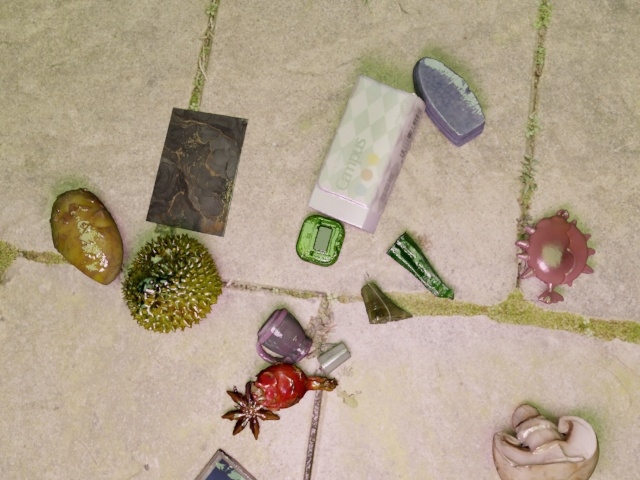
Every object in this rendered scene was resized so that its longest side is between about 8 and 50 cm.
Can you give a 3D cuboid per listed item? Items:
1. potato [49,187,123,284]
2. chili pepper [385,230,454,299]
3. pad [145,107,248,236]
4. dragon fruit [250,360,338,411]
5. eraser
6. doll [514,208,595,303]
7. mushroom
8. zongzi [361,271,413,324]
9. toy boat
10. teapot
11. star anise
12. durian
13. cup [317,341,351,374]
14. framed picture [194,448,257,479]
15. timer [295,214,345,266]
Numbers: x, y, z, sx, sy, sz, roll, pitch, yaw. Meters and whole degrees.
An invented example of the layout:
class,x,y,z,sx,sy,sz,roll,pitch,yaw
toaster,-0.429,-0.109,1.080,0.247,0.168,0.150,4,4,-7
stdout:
class,x,y,z,sx,sy,sz,roll,pitch,yaw
potato,-0.668,-0.009,1.434,0.176,0.141,0.298,-28,80,9
chili pepper,0.289,0.081,1.390,0.088,0.059,0.227,-45,83,-7
pad,-0.369,-0.210,1.507,0.247,0.007,0.368,11,83,6
dragon fruit,-0.066,0.388,1.337,0.246,0.125,0.125,0,116,-16
eraser,0.131,-0.238,1.407,0.213,0.082,0.397,21,91,1
doll,0.633,0.042,1.350,0.211,0.093,0.262,6,82,2
mushroom,0.553,0.541,1.259,0.253,0.195,0.189,-10,114,-3
zongzi,0.180,0.156,1.402,0.130,0.062,0.154,-7,65,-17
toy boat,0.359,-0.410,1.443,0.127,0.078,0.283,-33,82,3
teapot,-0.101,0.277,1.367,0.146,0.116,0.148,40,82,-4
star anise,-0.190,0.465,1.372,0.167,0.057,0.168,-1,77,3
durian,-0.394,0.124,1.364,0.291,0.225,0.291,-11,46,12
cup,0.036,0.319,1.386,0.083,0.075,0.054,-34,118,-4
framed picture,-0.236,0.722,1.361,0.260,0.023,0.189,39,89,8
timer,0.000,0.000,1.428,0.128,0.047,0.140,17,84,6
